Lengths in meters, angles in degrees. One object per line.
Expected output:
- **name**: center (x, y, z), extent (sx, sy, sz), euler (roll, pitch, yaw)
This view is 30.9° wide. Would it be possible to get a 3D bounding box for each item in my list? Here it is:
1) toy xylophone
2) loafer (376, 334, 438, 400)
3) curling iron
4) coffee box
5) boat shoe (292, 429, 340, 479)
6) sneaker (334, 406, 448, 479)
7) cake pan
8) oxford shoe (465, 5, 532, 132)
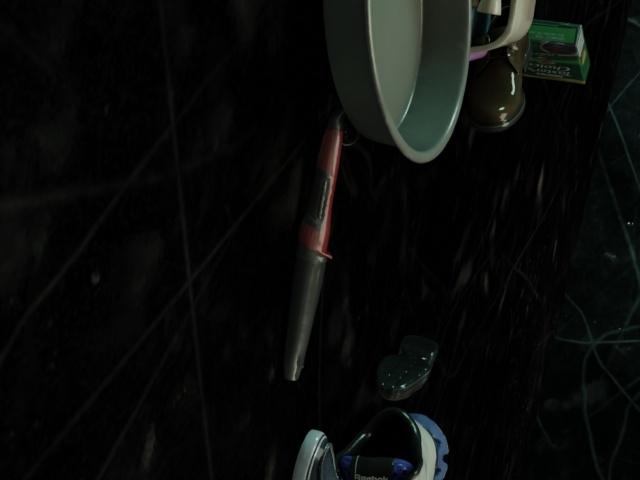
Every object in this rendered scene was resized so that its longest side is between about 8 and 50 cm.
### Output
- **toy xylophone**: center (0.221, -0.376, 1.425), extent (0.236, 0.081, 0.322), euler (-11, 112, -70)
- **loafer**: center (0.109, 0.175, 1.472), extent (0.170, 0.062, 0.061), euler (-28, 132, -64)
- **curling iron**: center (0.000, 0.000, 1.088), extent (0.068, 0.035, 0.274), euler (-8, 108, -70)
- **coffee box**: center (0.361, -0.298, 1.828), extent (0.184, 0.113, 0.040), euler (32, 70, -71)
- **boat shoe**: center (0.018, 0.286, 1.235), extent (0.065, 0.083, 0.183), euler (-49, 146, -55)
- **sneaker**: center (0.062, 0.332, 1.360), extent (0.182, 0.127, 0.315), euler (56, 42, -60)
- **cake pan**: center (0.076, -0.219, 1.083), extent (0.293, 0.054, 0.293), euler (2, 90, -66)
- **oxford shoe**: center (0.238, -0.237, 1.575), extent (0.096, 0.083, 0.227), euler (74, 22, -44)
